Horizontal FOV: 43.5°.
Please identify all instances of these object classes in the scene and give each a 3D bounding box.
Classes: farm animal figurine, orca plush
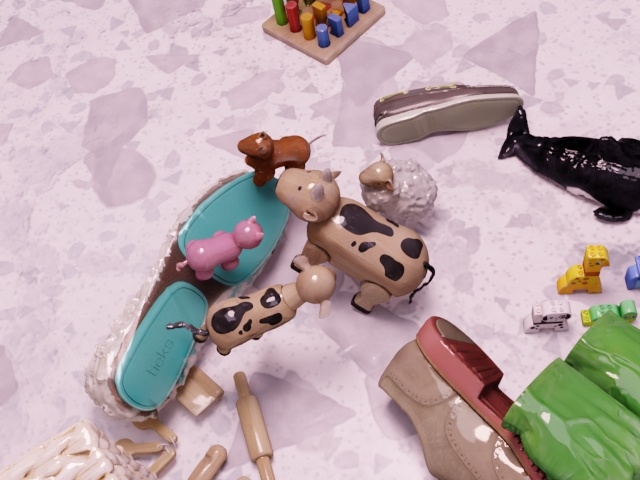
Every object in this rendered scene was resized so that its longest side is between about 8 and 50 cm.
[{"bbox_3d":[0.000,0.000,1.017,0.327,0.172,0.330,16,65,-15],"label":"farm animal figurine"},{"bbox_3d":[0.398,-0.129,1.134,0.287,0.102,0.151,37,69,29],"label":"orca plush"}]

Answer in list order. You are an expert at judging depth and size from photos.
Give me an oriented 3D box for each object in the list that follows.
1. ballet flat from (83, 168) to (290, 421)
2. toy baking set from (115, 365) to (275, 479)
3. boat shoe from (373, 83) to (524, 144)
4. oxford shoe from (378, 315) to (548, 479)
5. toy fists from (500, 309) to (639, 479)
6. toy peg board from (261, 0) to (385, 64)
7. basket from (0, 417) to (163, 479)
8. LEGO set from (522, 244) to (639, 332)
[{"bbox_3d":[-0.191,0.059,1.095,0.147,0.147,0.409,20,58,22],"label":"ballet flat"},{"bbox_3d":[-0.152,0.281,1.003,0.197,0.030,0.256,-24,55,-3],"label":"toy baking set"},{"bbox_3d":[0.194,-0.209,1.236,0.228,0.081,0.068,-10,59,6],"label":"boat shoe"},{"bbox_3d":[0.203,0.256,0.927,0.130,0.123,0.348,-47,62,19],"label":"oxford shoe"},{"bbox_3d":[0.318,0.187,0.886,0.142,0.096,0.279,38,38,25],"label":"toy fists"},{"bbox_3d":[0.000,-0.414,1.410,0.161,0.079,0.161,34,68,28],"label":"toy peg board"},{"bbox_3d":[-0.251,0.392,0.745,0.331,0.328,0.266,-33,63,-12],"label":"basket"},{"bbox_3d":[0.373,0.055,1.020,0.227,0.093,0.087,-5,56,7],"label":"LEGO set"}]
